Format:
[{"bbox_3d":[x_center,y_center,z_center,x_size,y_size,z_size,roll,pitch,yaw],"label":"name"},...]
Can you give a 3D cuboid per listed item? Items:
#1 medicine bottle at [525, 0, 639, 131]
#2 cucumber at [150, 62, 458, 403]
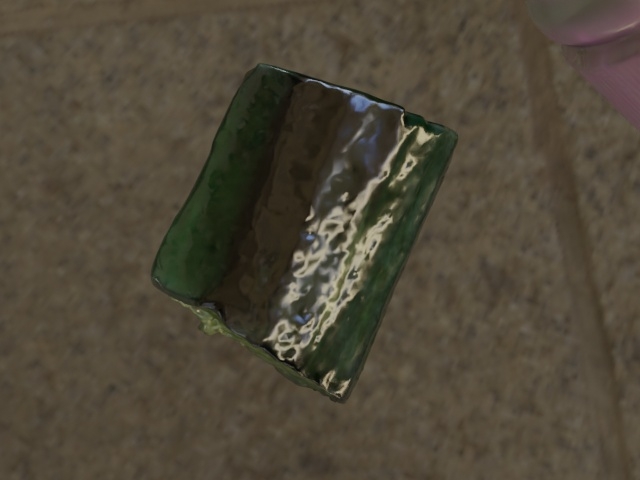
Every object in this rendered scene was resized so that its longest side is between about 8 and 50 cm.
[{"bbox_3d":[0.105,-0.194,0.687,0.316,0.202,0.202,44,123,-14],"label":"medicine bottle"},{"bbox_3d":[0.000,0.000,0.702,0.062,0.116,0.115,23,90,29],"label":"cucumber"}]
